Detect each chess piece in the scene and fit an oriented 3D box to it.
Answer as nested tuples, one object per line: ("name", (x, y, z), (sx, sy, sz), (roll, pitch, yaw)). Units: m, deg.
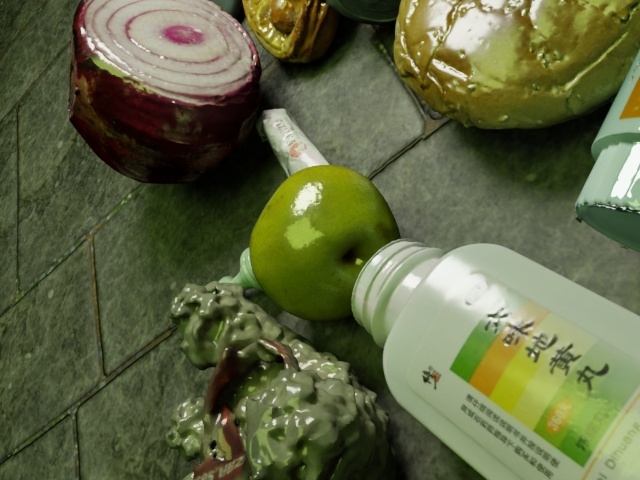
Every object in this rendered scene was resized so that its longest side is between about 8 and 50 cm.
("chess piece", (-0.104, 0.055, 0.843), (0.103, 0.067, 0.067), (-34, 52, 34))

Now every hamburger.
("hamburger", (0.194, -0.224, 0.676), (0.211, 0.132, 0.309), (-46, 50, 9))

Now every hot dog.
("hot dog", (-0.027, -0.409, 0.953), (0.196, 0.122, 0.272), (2, 70, 42))

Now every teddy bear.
("teddy bear", (-0.087, 0.263, 0.635), (0.367, 0.225, 0.357), (-62, 32, 2))

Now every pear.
("pear", (0.000, 0.000, 0.730), (0.216, 0.166, 0.180), (-148, 77, -74))

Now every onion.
("onion", (-0.253, -0.219, 0.950), (0.336, 0.282, 0.260), (58, 139, 29))

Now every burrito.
("burrito", (-0.037, -0.123, 0.870), (0.064, 0.064, 0.203), (-45, 50, 14))

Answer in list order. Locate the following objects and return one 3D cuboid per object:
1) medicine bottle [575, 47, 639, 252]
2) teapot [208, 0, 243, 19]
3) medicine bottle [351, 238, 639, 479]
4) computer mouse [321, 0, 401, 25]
("medicine bottle", (0.339, -0.137, 0.495), (0.158, 0.158, 0.318), (25, 88, 44))
("teapot", (-0.285, -0.456, 1.175), (0.224, 0.305, 0.285), (-28, 36, -19))
("medicine bottle", (0.170, 0.111, 0.547), (0.324, 0.124, 0.179), (35, 94, 45))
("computer mouse", (0.099, -0.428, 0.731), (0.374, 0.204, 0.114), (119, 159, -57))
